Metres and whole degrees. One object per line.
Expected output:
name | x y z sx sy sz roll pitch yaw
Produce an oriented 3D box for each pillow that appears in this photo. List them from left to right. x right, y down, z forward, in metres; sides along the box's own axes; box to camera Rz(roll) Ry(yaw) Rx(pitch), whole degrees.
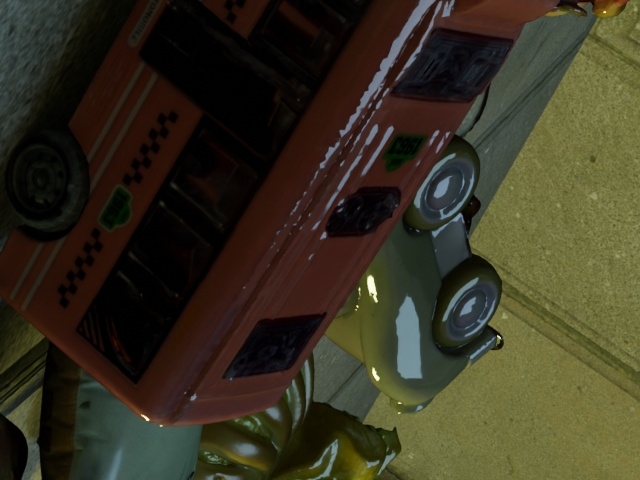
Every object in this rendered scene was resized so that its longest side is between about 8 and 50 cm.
pillow | -0.162 0.109 1.608 0.312 0.119 0.310 32 66 -78

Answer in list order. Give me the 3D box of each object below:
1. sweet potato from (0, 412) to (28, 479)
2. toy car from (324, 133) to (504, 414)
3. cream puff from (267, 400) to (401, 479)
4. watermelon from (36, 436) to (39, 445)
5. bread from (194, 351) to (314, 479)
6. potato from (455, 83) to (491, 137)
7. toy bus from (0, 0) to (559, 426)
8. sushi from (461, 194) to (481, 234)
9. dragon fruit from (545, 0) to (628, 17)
sweet potato | -0.299 0.176 1.411 0.109 0.109 0.385 -56 170 2
toy car | 0.000 0.000 1.634 0.226 0.242 0.336 -37 141 -20
cream puff | -0.082 0.285 2.338 0.270 0.323 0.274 5 111 -56
watermelon | -0.180 0.151 1.845 0.232 0.127 0.204 -56 176 39
bread | -0.122 0.211 2.058 0.333 0.160 0.333 -46 -174 6
potato | 0.072 -0.191 1.864 0.202 0.117 0.182 22 82 -46
toy bus | -0.037 -0.086 1.309 0.203 0.233 0.427 -3 130 -58
sushi | 0.075 -0.024 2.234 0.215 0.212 0.227 -54 169 -1
dragon fruit | 0.228 -0.344 1.776 0.243 0.227 0.307 -43 129 -22
